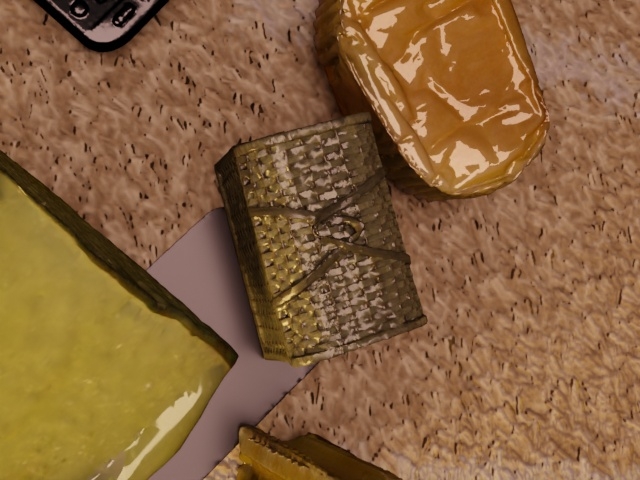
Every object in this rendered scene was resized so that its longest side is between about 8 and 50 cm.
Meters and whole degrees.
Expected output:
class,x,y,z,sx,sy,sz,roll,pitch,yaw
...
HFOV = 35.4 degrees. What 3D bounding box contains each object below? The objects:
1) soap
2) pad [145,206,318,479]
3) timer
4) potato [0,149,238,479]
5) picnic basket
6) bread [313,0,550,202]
class,x,y,z,sx,sy,sz,roll,pitch,yaw
soap,-0.010,0.239,0.838,0.076,0.233,0.134,9,86,-23
pad,-0.120,0.111,0.932,0.267,0.004,0.181,-44,98,-12
timer,-0.216,-0.271,0.903,0.187,0.055,0.144,42,76,-5
potato,-0.278,0.088,0.793,0.280,0.213,0.330,-52,136,-6
picnic basket,0.000,0.000,0.889,0.134,0.154,0.196,-14,89,-17
bread,0.101,-0.159,0.936,0.179,0.133,0.250,-34,97,-16
